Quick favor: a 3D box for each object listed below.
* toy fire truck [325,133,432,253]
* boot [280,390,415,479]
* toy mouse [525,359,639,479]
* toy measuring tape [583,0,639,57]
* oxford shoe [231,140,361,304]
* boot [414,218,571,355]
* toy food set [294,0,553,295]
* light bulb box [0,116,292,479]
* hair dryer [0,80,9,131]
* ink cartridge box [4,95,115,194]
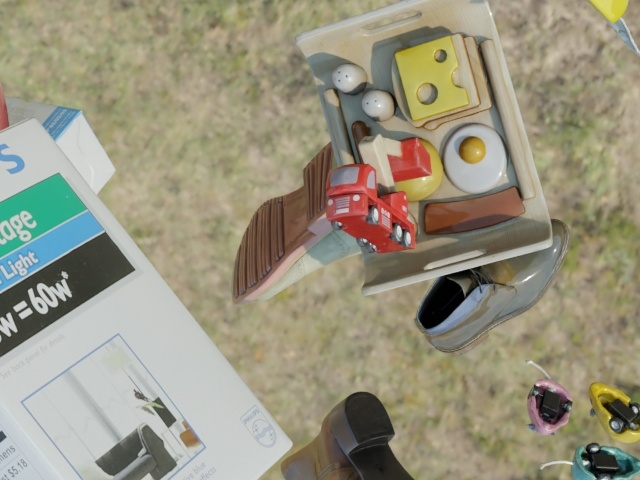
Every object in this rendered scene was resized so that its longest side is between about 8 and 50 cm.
[{"bbox_3d":[0.062,-0.059,1.422,0.047,0.135,0.192,-9,161,24],"label":"toy fire truck"},{"bbox_3d":[0.029,0.368,1.817,0.264,0.096,0.280,66,148,21],"label":"boot"},{"bbox_3d":[0.222,0.172,1.193,0.161,0.143,0.031,38,133,18],"label":"toy mouse"},{"bbox_3d":[0.265,-0.249,1.191,0.121,0.121,0.330,-4,158,37],"label":"toy measuring tape"},{"bbox_3d":[0.000,0.000,1.934,0.147,0.140,0.397,15,149,-26],"label":"oxford shoe"},{"bbox_3d":[0.205,0.051,1.641,0.082,0.219,0.106,48,-170,27],"label":"boot"},{"bbox_3d":[0.111,-0.112,1.520,0.220,0.306,0.092,-16,176,16],"label":"toy food set"},{"bbox_3d":[-0.290,0.156,1.170,0.358,0.225,0.361,-38,89,37],"label":"light bulb box"},{"bbox_3d":[-0.434,-0.141,1.571,0.293,0.080,0.223,-25,92,52],"label":"hair dryer"},{"bbox_3d":[-0.347,-0.113,1.643,0.181,0.061,0.104,13,145,31],"label":"ink cartridge box"}]
